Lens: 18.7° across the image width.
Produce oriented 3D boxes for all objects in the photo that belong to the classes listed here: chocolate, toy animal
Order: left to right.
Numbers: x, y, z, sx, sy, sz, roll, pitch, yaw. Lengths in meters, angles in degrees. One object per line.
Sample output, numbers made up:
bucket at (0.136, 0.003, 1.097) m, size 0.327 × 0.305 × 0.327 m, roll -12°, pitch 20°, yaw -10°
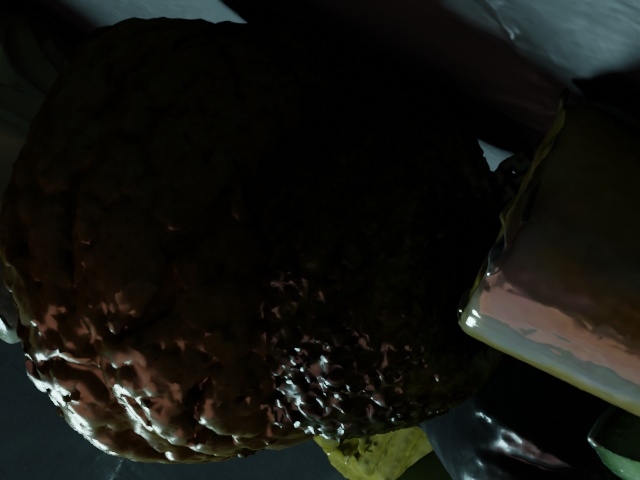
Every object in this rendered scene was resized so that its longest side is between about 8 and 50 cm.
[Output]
toy animal at (0.122, 0.122, 1.269) m, size 0.168 × 0.106 × 0.343 m, roll 33°, pitch 178°, yaw -19°
chocolate at (0.150, 0.040, 0.559) m, size 0.219 × 0.085 × 0.085 m, roll 28°, pitch 174°, yaw 4°

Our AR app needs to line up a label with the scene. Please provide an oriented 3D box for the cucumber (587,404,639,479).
cucumber at (0.193, 0.103, 0.906) m, size 0.115 × 0.063 × 0.244 m, roll 24°, pitch 173°, yaw 14°

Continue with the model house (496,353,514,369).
model house at (-0.003, 0.009, 1.008) m, size 0.203 × 0.141 × 0.164 m, roll -7°, pitch 123°, yaw 48°

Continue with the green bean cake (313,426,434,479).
green bean cake at (0.130, 0.210, 1.852) m, size 0.230 × 0.131 × 0.224 m, roll 32°, pitch 177°, yaw -32°

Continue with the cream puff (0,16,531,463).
cream puff at (0.000, 0.000, 0.715) m, size 0.169 × 0.183 × 0.183 m, roll 1°, pitch 158°, yaw 30°

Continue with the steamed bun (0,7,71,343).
steamed bun at (-0.203, -0.073, 1.138) m, size 0.211 × 0.144 × 0.218 m, roll 42°, pitch -159°, yaw -22°

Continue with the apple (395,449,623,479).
apple at (0.170, 0.322, 1.487) m, size 0.357 × 0.357 × 0.357 m, roll 31°, pitch 174°, yaw 3°
